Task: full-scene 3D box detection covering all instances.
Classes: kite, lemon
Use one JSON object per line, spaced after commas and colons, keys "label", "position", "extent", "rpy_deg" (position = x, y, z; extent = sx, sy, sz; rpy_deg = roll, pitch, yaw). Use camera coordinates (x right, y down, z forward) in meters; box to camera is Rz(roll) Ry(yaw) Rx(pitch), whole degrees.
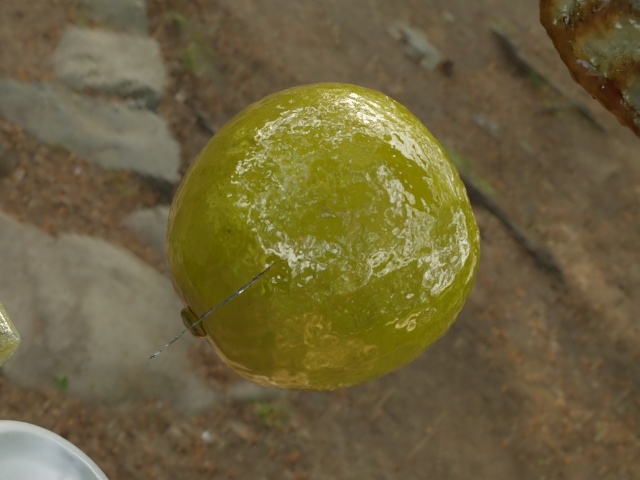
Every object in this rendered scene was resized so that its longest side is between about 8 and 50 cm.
{"label": "kite", "position": [-0.100, 0.066, 1.534], "extent": [0.152, 0.137, 0.005], "rpy_deg": [-36, 91, -14]}
{"label": "lemon", "position": [0.000, 0.000, 1.757], "extent": [0.348, 0.348, 0.348], "rpy_deg": [25, 36, -20]}

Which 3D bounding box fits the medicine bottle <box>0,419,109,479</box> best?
{"label": "medicine bottle", "position": [-0.245, 0.243, 1.081], "extent": [0.144, 0.252, 0.144], "rpy_deg": [30, 32, -21]}

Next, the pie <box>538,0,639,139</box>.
{"label": "pie", "position": [0.341, -0.231, 1.565], "extent": [0.308, 0.308, 0.085], "rpy_deg": [40, 32, 2]}

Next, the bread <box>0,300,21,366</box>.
{"label": "bread", "position": [-0.396, 0.080, 1.695], "extent": [0.178, 0.139, 0.060], "rpy_deg": [50, 0, 37]}
